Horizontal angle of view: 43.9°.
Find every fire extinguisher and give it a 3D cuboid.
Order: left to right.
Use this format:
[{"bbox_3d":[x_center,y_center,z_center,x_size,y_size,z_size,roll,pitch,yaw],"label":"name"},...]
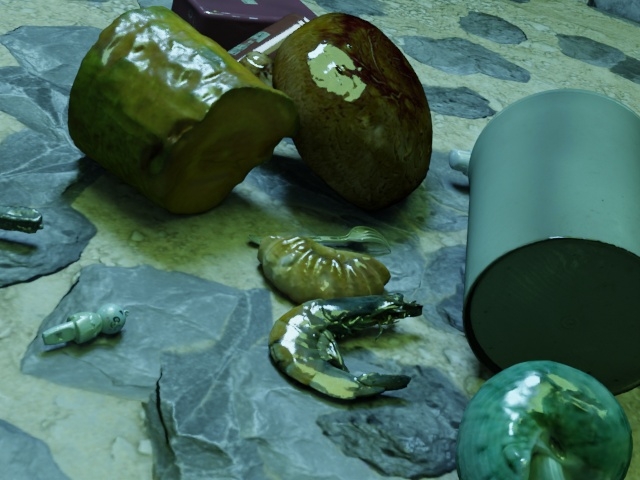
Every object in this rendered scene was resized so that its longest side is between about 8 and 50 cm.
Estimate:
[{"bbox_3d":[-0.163,-0.276,1.340,0.337,0.106,0.147,-37,73,-23],"label":"fire extinguisher"}]

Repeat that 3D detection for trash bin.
[{"bbox_3d":[0.333,-0.018,1.085,0.280,0.280,0.432,18,36,3],"label":"trash bin"}]

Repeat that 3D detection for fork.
[{"bbox_3d":[0.002,-0.005,1.135,0.220,0.028,0.034,2,41,-21],"label":"fork"}]

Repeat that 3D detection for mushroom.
[{"bbox_3d":[0.056,-0.206,1.250,0.345,0.239,0.345,11,68,-30],"label":"mushroom"}]

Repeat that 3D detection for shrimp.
[{"bbox_3d":[0.047,0.124,0.952,0.217,0.051,0.150,-13,46,-26],"label":"shrimp"}]

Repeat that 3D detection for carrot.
[{"bbox_3d":[-0.224,-0.190,1.116,0.341,0.241,0.241,35,37,22],"label":"carrot"}]

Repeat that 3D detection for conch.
[{"bbox_3d":[0.230,0.222,0.812,0.202,0.134,0.196,3,76,-30],"label":"conch"}]

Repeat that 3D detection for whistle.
[{"bbox_3d":[-0.255,0.093,0.870,0.100,0.035,0.035,-17,45,-38],"label":"whistle"}]

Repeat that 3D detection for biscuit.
[{"bbox_3d":[0.006,0.038,1.042,0.183,0.061,0.118,16,35,-6],"label":"biscuit"}]

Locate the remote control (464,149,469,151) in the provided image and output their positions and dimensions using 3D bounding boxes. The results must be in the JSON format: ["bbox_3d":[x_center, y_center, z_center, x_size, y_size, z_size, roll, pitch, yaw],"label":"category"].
[{"bbox_3d":[0.314,-0.146,1.480,0.122,0.032,0.074,-10,41,-36],"label":"remote control"}]

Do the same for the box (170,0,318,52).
[{"bbox_3d":[-0.147,-0.375,1.496,0.294,0.167,0.193,-6,41,-30],"label":"box"}]

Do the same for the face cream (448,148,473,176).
[{"bbox_3d":[0.348,-0.117,1.390,0.252,0.101,0.101,11,33,-8],"label":"face cream"}]

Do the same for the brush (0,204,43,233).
[{"bbox_3d":[-0.499,-0.039,0.951,0.323,0.051,0.070,8,27,-7],"label":"brush"}]
